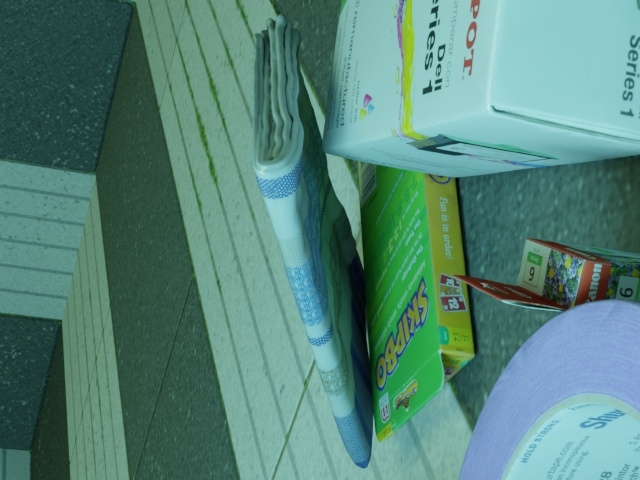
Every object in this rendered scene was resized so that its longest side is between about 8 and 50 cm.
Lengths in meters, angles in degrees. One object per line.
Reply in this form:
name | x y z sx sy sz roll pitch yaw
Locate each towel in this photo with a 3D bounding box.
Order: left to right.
towel | 0.000 0.000 0.910 0.209 0.034 0.285 -92 -11 -53

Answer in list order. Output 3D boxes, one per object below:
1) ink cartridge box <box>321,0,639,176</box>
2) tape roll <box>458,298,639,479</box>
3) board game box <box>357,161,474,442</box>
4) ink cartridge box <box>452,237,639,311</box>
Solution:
ink cartridge box | 0.107 -0.152 0.764 0.278 0.117 0.201 179 99 -72
tape roll | 0.151 0.167 0.543 0.275 0.090 0.275 -172 90 -72
board game box | 0.068 0.014 0.935 0.124 0.039 0.259 125 151 -55
ink cartridge box | 0.132 0.019 0.620 0.063 0.115 0.029 -150 70 -70
